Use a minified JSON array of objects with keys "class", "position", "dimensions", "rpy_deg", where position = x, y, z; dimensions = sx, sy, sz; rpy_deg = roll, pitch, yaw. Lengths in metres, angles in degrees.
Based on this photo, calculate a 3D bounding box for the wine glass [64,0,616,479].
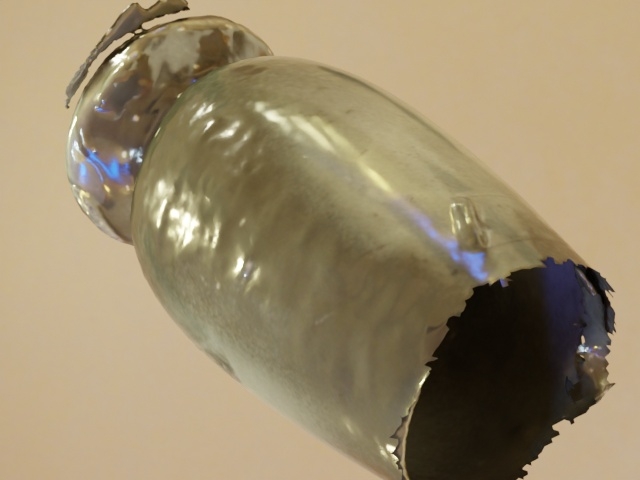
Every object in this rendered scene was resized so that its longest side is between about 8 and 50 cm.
[{"class":"wine glass","position":[0.000,0.000,0.518],"dimensions":[0.111,0.204,0.111],"rpy_deg":[-23,-50,-30]}]
